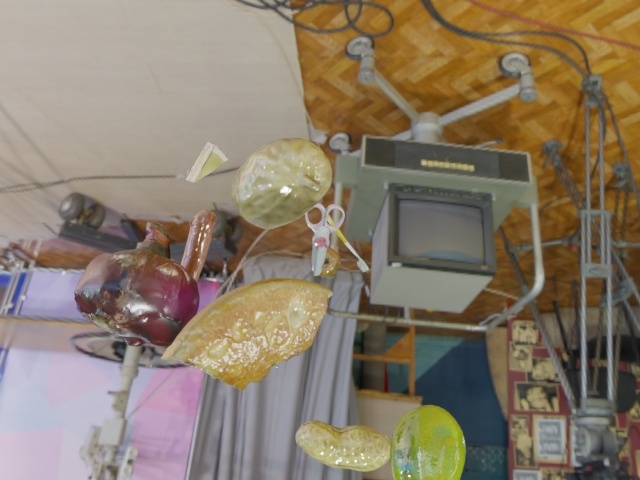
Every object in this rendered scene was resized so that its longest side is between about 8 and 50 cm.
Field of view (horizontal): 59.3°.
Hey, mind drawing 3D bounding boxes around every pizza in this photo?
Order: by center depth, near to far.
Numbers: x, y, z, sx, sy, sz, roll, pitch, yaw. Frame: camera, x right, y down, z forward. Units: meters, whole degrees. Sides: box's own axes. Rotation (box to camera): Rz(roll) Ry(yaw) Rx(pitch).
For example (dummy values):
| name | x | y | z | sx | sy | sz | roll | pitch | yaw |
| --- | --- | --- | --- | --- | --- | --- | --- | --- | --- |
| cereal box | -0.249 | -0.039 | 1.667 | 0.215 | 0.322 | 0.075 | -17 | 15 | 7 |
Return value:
| name | x | y | z | sx | sy | sz | roll | pitch | yaw |
| --- | --- | --- | --- | --- | --- | --- | --- | --- | --- |
| pizza | -0.093 | 0.128 | 0.816 | 0.056 | 0.271 | 0.134 | 1 | 118 | 57 |

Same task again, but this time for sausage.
| name | x | y | z | sx | sy | sz | roll | pitch | yaw |
| --- | --- | --- | --- | --- | --- | --- | --- | --- | --- |
| sausage | -0.491 | 0.081 | 2.145 | 0.094 | 0.418 | 0.094 | 16 | 179 | 11 |

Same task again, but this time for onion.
| name | x | y | z | sx | sy | sz | roll | pitch | yaw |
| --- | --- | --- | --- | --- | --- | --- | --- | --- | --- |
| onion | -0.576 | 0.130 | 1.877 | 0.399 | 0.420 | 0.398 | 8 | 141 | 7 |

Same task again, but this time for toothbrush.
| name | x | y | z | sx | sy | sz | roll | pitch | yaw |
| --- | --- | --- | --- | --- | --- | --- | --- | --- | --- |
| toothbrush | 0.075 | -0.008 | 1.958 | 0.024 | 0.288 | 0.021 | -26 | 163 | -35 |

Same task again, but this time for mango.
| name | x | y | z | sx | sy | sz | roll | pitch | yaw |
| --- | --- | --- | --- | --- | --- | --- | --- | --- | --- |
| mango | 0.265 | 0.546 | 1.414 | 0.186 | 0.272 | 0.149 | 27 | 146 | -4 |

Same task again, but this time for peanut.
| name | x | y | z | sx | sy | sz | roll | pitch | yaw |
| --- | --- | --- | --- | --- | --- | --- | --- | --- | --- |
| peanut | -0.091 | -0.094 | 1.021 | 0.159 | 0.143 | 0.291 | -32 | -171 | -21 |
| peanut | 0.072 | 0.650 | 1.791 | 0.306 | 0.146 | 0.147 | 5 | 153 | 2 |

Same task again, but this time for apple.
| name | x | y | z | sx | sy | sz | roll | pitch | yaw |
| --- | --- | --- | --- | --- | --- | --- | --- | --- | --- |
| apple | 0.018 | 0.084 | 2.239 | 0.126 | 0.125 | 0.102 | 4 | 161 | 3 |

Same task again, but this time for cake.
| name | x | y | z | sx | sy | sz | roll | pitch | yaw |
| --- | --- | --- | --- | --- | --- | --- | --- | --- | --- |
| cake | -0.306 | -0.197 | 1.499 | 0.052 | 0.121 | 0.065 | 35 | 180 | 38 |

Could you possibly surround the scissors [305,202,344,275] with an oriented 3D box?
| name | x | y | z | sx | sy | sz | roll | pitch | yaw |
| --- | --- | --- | --- | --- | --- | --- | --- | --- | --- |
| scissors | 0.000 | 0.000 | 1.708 | 0.118 | 0.030 | 0.242 | 5 | 117 | -9 |
